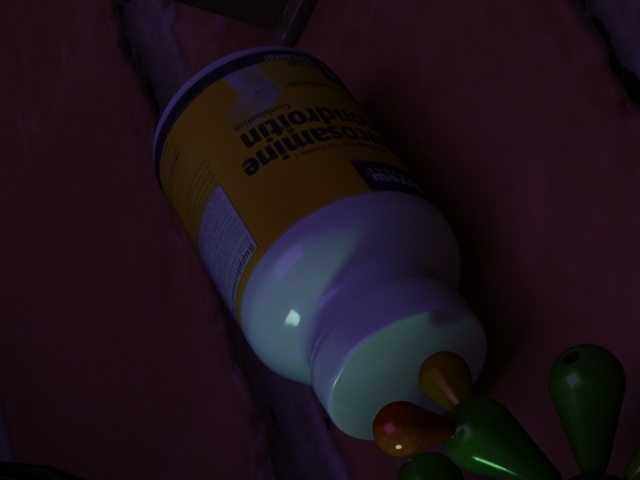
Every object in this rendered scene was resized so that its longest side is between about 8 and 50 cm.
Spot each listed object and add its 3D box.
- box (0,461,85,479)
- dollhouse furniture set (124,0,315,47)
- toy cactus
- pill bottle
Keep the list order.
[{"bbox_3d":[-0.195,0.210,0.753,0.343,0.313,0.178,10,88,51],"label":"box"},{"bbox_3d":[-0.073,-0.208,0.818,0.101,0.182,0.161,49,118,46],"label":"dollhouse furniture set"},{"bbox_3d":[0.100,0.128,0.592,0.219,0.112,0.180,-5,86,42],"label":"toy cactus"},{"bbox_3d":[0.000,0.000,0.734,0.103,0.103,0.184,-58,43,24],"label":"pill bottle"}]
